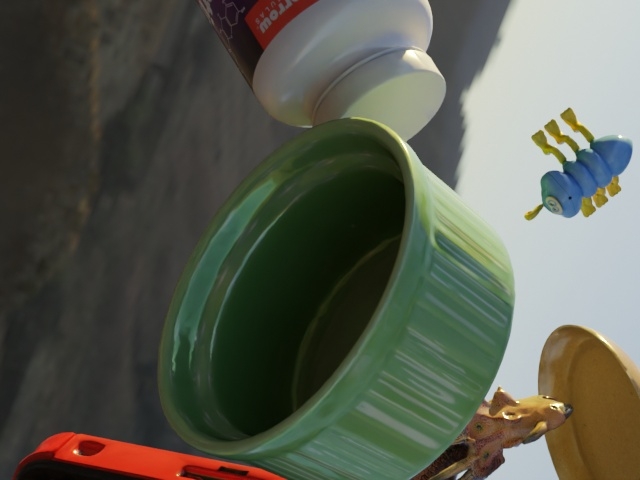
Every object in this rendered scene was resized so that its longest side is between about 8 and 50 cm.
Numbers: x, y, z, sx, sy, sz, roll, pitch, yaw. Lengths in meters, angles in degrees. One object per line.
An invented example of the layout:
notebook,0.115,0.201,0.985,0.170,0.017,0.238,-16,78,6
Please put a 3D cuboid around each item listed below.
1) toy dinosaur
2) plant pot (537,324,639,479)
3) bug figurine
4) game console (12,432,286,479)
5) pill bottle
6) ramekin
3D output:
toy dinosaur,0.084,0.227,1.731,0.296,0.127,0.200,-55,-160,3
plant pot,0.281,0.192,1.787,0.236,0.032,0.236,165,-90,-71
bug figurine,0.306,-0.013,1.516,0.216,0.279,0.072,-41,-163,-7
game console,-0.122,0.365,1.733,0.060,0.386,0.342,-30,121,-54
pill bottle,-0.017,-0.234,1.716,0.181,0.323,0.181,-25,154,-13
ramekin,0.018,0.064,1.527,0.303,0.148,0.303,-34,-141,33
